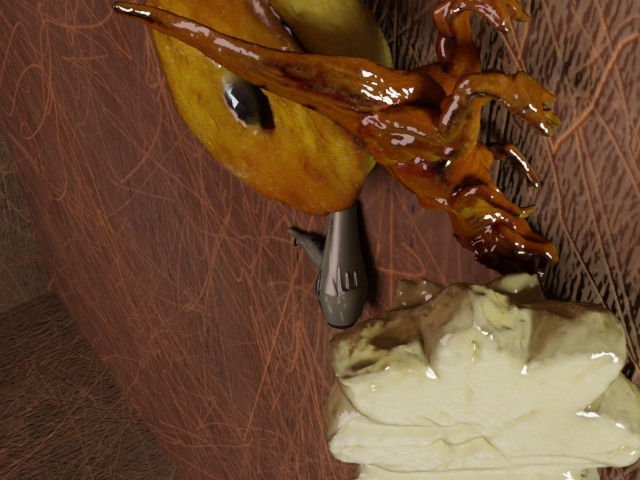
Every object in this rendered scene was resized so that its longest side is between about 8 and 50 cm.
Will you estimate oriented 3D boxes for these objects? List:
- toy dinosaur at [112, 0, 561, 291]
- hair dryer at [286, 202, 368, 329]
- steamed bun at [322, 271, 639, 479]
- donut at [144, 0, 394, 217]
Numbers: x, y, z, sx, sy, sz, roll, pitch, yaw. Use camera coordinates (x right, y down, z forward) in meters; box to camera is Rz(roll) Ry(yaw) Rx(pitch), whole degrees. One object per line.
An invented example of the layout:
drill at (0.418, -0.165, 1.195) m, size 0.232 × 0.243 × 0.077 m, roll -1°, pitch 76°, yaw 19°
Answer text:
toy dinosaur at (0.071, -0.116, 0.732) m, size 0.432 × 0.097 × 0.208 m, roll 39°, pitch 134°, yaw -16°
hair dryer at (0.005, -0.010, 1.141) m, size 0.199 × 0.067 × 0.167 m, roll -120°, pitch 29°, yaw -43°
steamed bun at (0.137, 0.120, 0.807) m, size 0.295 × 0.137 × 0.292 m, roll 25°, pitch 134°, yaw -16°
donut at (-0.044, -0.167, 0.916) m, size 0.303 × 0.110 × 0.303 m, roll 34°, pitch 153°, yaw 20°
